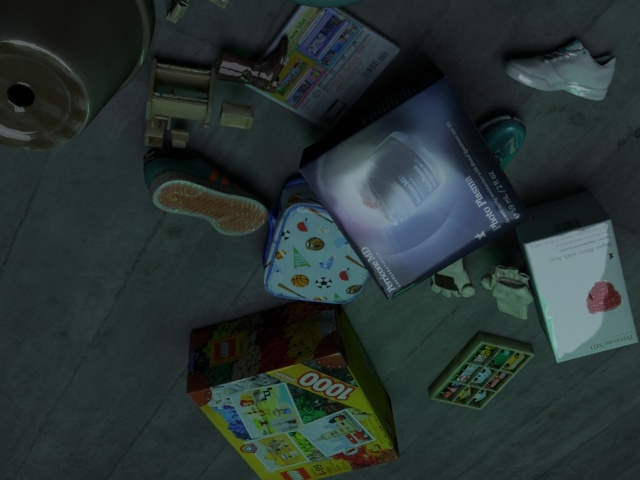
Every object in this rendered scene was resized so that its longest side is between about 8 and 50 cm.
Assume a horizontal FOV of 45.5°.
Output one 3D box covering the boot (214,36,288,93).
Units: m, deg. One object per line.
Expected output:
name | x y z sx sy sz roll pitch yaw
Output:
boot | -0.119 -0.309 1.296 0.114 0.037 0.106 15 117 -11

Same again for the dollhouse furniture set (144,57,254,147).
dollhouse furniture set | -0.220 -0.238 1.379 0.182 0.101 0.161 7 158 -12

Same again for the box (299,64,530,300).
box | 0.163 -0.102 1.364 0.294 0.182 0.296 -32 104 12

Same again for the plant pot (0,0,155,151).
plant pot | -0.425 -0.293 1.151 0.324 0.280 0.323 -3 133 -3

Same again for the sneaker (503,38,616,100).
sneaker | 0.429 -0.316 1.363 0.212 0.080 0.094 4 122 -19

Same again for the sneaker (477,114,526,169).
sneaker | 0.320 -0.125 1.501 0.107 0.110 0.275 14 130 -18

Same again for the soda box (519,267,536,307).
soda box | 0.541 0.143 1.808 0.067 0.071 0.210 -25 131 15

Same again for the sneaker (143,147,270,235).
sneaker | -0.217 -0.102 1.488 0.108 0.121 0.302 -40 146 20

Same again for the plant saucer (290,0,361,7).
plant saucer | 0.004 -0.492 1.086 0.318 0.043 0.317 2 115 5

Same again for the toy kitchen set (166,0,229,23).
toy kitchen set | -0.201 -0.375 1.238 0.075 0.068 0.083 24 128 -26

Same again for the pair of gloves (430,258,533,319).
pair of gloves | 0.349 0.096 1.677 0.240 0.042 0.204 21 155 20

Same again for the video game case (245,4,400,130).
video game case | 0.001 -0.312 1.350 0.193 0.023 0.212 25 128 -27

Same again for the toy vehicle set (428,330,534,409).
toy vehicle set | 0.422 0.349 2.023 0.166 0.035 0.266 15 131 -19

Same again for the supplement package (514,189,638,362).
supplement package | 0.532 0.075 1.606 0.178 0.175 0.292 -17 111 11

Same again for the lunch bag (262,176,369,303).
lunch bag | 0.000 0.000 1.593 0.243 0.114 0.303 9 133 -11

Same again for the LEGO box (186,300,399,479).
LEGO box | -0.054 0.392 1.910 0.373 0.193 0.500 -17 133 11
